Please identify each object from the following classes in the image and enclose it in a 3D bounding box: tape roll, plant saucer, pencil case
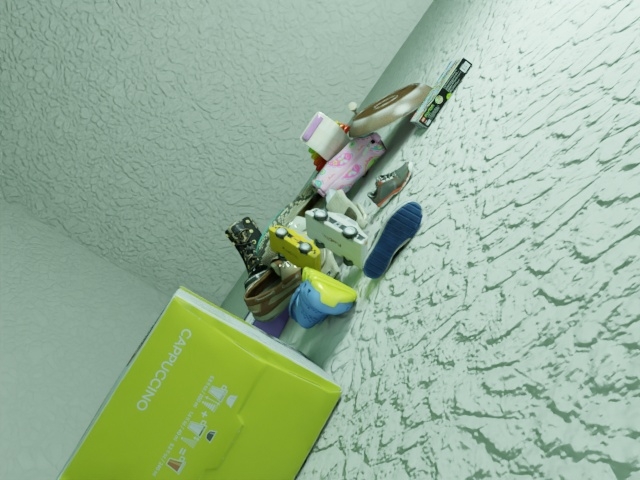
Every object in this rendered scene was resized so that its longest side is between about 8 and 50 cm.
[{"bbox_3d":[-0.196,0.280,1.663,0.275,0.090,0.275,-55,10,14],"label":"tape roll"},{"bbox_3d":[0.219,-0.430,1.607,0.310,0.050,0.310,-28,18,10],"label":"plant saucer"},{"bbox_3d":[0.101,-0.260,1.712,0.284,0.124,0.124,-43,13,12],"label":"pencil case"}]

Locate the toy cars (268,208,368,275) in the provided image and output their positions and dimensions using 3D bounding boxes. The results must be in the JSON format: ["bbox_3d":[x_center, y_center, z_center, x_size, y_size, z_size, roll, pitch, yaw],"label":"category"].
[{"bbox_3d":[0.000,0.000,1.284,0.087,0.176,0.393,-35,9,-32],"label":"toy cars"}]

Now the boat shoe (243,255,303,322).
[{"bbox_3d":[-0.099,0.102,1.500,0.324,0.116,0.123,-47,38,-14],"label":"boat shoe"}]

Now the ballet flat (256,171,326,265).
[{"bbox_3d":[-0.037,-0.091,1.799,0.182,0.164,0.483,11,49,35],"label":"ballet flat"}]

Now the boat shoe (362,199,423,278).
[{"bbox_3d":[0.141,-0.010,1.023,0.183,0.066,0.066,-55,9,14],"label":"boat shoe"}]

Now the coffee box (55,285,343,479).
[{"bbox_3d":[-0.217,0.315,0.946,0.338,0.338,0.334,-59,11,-9],"label":"coffee box"}]

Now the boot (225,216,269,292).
[{"bbox_3d":[-0.259,0.058,1.881,0.138,0.284,0.377,-33,-2,12],"label":"boot"}]

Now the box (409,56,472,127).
[{"bbox_3d":[0.339,-0.416,1.410,0.207,0.036,0.114,-56,10,9],"label":"box"}]

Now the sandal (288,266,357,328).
[{"bbox_3d":[-0.005,0.144,1.134,0.138,0.126,0.317,-62,2,-5],"label":"sandal"}]

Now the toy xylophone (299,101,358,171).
[{"bbox_3d":[0.052,-0.366,1.761,0.236,0.081,0.323,-53,-17,-3],"label":"toy xylophone"}]

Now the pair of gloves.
[{"bbox_3d":[0.044,-0.004,1.370,0.240,0.042,0.204,-61,34,16],"label":"pair of gloves"}]

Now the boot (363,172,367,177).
[{"bbox_3d":[0.132,-0.277,1.814,0.042,0.087,0.118,-53,11,19],"label":"boot"}]

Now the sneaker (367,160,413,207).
[{"bbox_3d":[0.176,-0.151,1.285,0.158,0.065,0.061,-50,12,34],"label":"sneaker"}]

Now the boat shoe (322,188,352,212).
[{"bbox_3d":[0.047,-0.070,1.567,0.102,0.108,0.301,-52,19,21],"label":"boat shoe"}]
